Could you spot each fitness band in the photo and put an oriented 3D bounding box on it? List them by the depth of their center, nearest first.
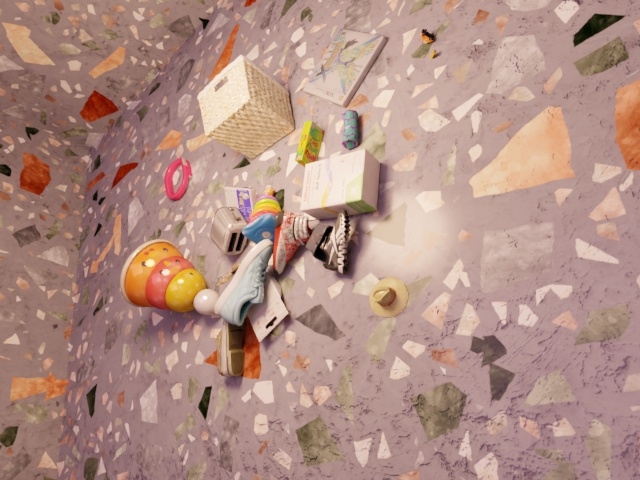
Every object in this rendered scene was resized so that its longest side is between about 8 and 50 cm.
[{"bbox_3d":[-0.854,-0.373,2.402,0.209,0.054,0.291,-40,51,24],"label":"fitness band"}]

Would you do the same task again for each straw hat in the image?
[{"bbox_3d":[0.206,0.180,1.306,0.144,0.061,0.145,-16,63,34],"label":"straw hat"}]

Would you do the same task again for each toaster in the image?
[{"bbox_3d":[-0.417,-0.034,1.838,0.146,0.129,0.227,47,127,37],"label":"toaster"}]

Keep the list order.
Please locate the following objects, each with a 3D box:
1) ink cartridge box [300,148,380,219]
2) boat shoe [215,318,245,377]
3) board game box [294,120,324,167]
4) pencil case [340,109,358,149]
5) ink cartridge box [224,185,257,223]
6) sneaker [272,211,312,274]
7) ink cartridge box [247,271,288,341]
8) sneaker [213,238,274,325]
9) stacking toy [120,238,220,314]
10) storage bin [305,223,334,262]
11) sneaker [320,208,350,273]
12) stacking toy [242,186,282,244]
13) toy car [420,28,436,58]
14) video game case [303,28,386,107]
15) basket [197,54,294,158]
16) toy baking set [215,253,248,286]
[{"bbox_3d":[0.044,-0.202,1.549,0.353,0.119,0.207,-7,70,37],"label":"ink cartridge box"},{"bbox_3d":[-0.384,0.408,1.665,0.103,0.113,0.303,-15,65,28],"label":"boat shoe"},{"bbox_3d":[-0.045,-0.407,1.722,0.043,0.092,0.182,5,76,39],"label":"board game box"},{"bbox_3d":[0.118,-0.450,1.623,0.070,0.064,0.152,-1,70,13],"label":"pencil case"},{"bbox_3d":[-0.369,-0.148,1.892,0.206,0.045,0.209,10,110,42],"label":"ink cartridge box"},{"bbox_3d":[-0.112,0.021,1.605,0.144,0.090,0.270,6,109,0],"label":"sneaker"},{"bbox_3d":[-0.218,0.269,1.628,0.181,0.056,0.225,-47,53,15],"label":"ink cartridge box"},{"bbox_3d":[-0.265,0.175,1.605,0.150,0.135,0.366,33,93,15],"label":"sneaker"},{"bbox_3d":[-0.652,0.218,1.890,0.479,0.350,0.351,18,85,23],"label":"stacking toy"},{"bbox_3d":[0.000,0.000,1.531,0.091,0.098,0.135,28,91,53],"label":"storage bin"},{"bbox_3d":[0.050,0.002,1.454,0.106,0.078,0.235,3,88,16],"label":"sneaker"},{"bbox_3d":[-0.230,-0.132,1.749,0.175,0.165,0.302,-30,42,26],"label":"stacking toy"},{"bbox_3d":[0.400,-0.740,1.516,0.040,0.060,0.122,133,146,-58],"label":"toy car"},{"bbox_3d":[0.097,-0.774,1.787,0.300,0.036,0.329,38,98,41],"label":"video game case"},{"bbox_3d":[-0.345,-0.607,1.898,0.328,0.331,0.267,-28,63,29],"label":"basket"},{"bbox_3d":[-0.372,0.121,1.745,0.196,0.030,0.256,-36,10,-1],"label":"toy baking set"}]
